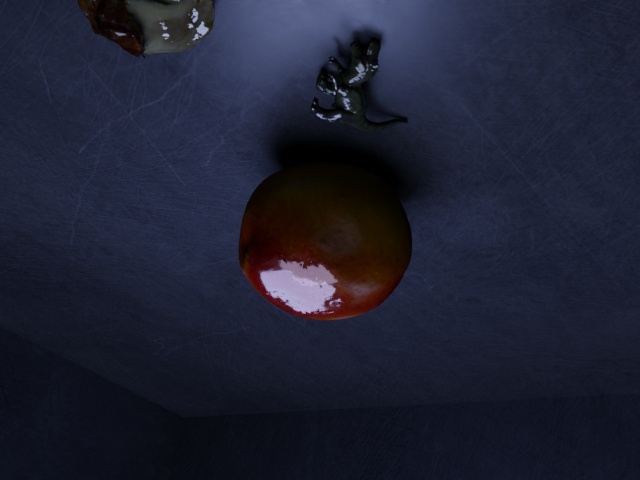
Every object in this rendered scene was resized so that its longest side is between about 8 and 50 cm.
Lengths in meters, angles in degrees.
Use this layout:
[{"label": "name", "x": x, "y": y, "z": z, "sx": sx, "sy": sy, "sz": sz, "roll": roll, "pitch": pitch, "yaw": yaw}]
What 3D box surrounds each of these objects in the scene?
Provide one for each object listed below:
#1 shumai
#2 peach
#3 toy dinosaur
[{"label": "shumai", "x": -0.262, "y": -0.332, "z": 1.294, "sx": 0.201, "sy": 0.120, "sz": 0.201, "roll": 9, "pitch": 149, "yaw": 5}, {"label": "peach", "x": 0.000, "y": 0.000, "z": 1.620, "sx": 0.332, "sy": 0.307, "sz": 0.308, "roll": -10, "pitch": 164, "yaw": -33}, {"label": "toy dinosaur", "x": 0.081, "y": -0.228, "z": 1.405, "sx": 0.179, "sy": 0.087, "sz": 0.187, "roll": 16, "pitch": 153, "yaw": -9}]
